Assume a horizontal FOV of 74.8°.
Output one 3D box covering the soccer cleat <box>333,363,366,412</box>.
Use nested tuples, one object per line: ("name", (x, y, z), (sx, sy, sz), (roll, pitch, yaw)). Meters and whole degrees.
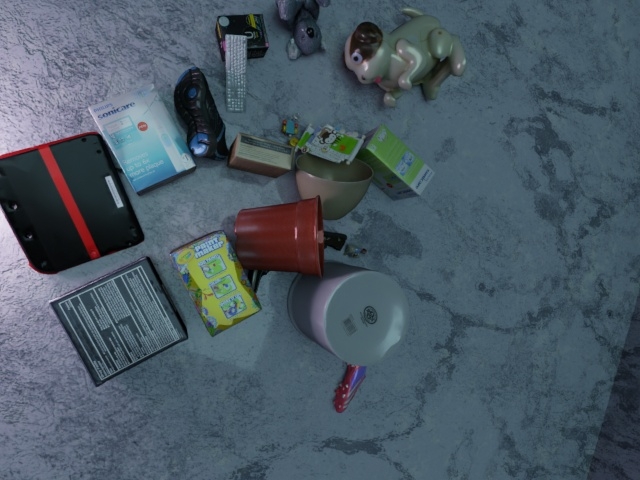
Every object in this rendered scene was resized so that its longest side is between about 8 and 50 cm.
("soccer cleat", (0.129, 0.566, 1.659), (0.095, 0.083, 0.248), (23, 80, -22))

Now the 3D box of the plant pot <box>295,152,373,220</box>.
("plant pot", (0.038, -0.188, 1.547), (0.284, 0.284, 0.191), (-2, 123, -19))

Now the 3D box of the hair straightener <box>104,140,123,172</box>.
("hair straightener", (-0.698, -0.218, 1.381), (0.089, 0.047, 0.230), (-9, 93, -19))

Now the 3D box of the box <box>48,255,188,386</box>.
("box", (-0.626, 0.244, 1.337), (0.294, 0.183, 0.296), (-27, 97, -18))

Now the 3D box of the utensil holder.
("utensil holder", (0.088, 0.240, 1.480), (0.327, 0.385, 0.327), (0, 90, -20))

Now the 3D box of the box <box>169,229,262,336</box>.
("box", (-0.353, 0.126, 1.375), (0.177, 0.290, 0.279), (-28, 100, -17))

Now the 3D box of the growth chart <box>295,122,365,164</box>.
("growth chart", (0.037, -0.365, 1.560), (0.237, 0.021, 0.172), (17, 65, 9))

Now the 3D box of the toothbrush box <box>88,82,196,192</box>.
("toothbrush box", (-0.577, -0.328, 1.383), (0.216, 0.126, 0.295), (-28, 98, -17))

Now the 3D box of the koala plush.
("koala plush", (-0.058, -0.802, 1.556), (0.196, 0.203, 0.221), (-23, 119, -9))

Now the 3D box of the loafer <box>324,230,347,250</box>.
("loafer", (0.000, 0.000, 1.608), (0.220, 0.080, 0.078), (8, 87, -19))

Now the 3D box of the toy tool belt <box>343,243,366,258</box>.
("toy tool belt", (0.138, 0.048, 1.679), (0.083, 0.052, 0.051), (17, 116, -15))

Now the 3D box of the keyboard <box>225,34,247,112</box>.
("keyboard", (-0.297, -0.582, 1.476), (0.072, 0.014, 0.256), (-7, 122, -22))

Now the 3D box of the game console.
("game console", (-0.790, -0.110, 1.310), (0.342, 0.060, 0.386), (-23, 112, -22))

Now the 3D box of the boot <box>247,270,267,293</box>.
("boot", (-0.163, 0.097, 1.536), (0.178, 0.085, 0.236), (19, 69, -20))

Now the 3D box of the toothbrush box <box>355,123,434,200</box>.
("toothbrush box", (0.266, -0.294, 1.633), (0.283, 0.206, 0.122), (37, 78, -16))

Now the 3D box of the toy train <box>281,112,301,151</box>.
("toy train", (-0.081, -0.396, 1.601), (0.125, 0.046, 0.166), (-37, 97, -30))

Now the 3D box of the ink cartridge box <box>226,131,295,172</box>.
("ink cartridge box", (-0.212, -0.288, 1.451), (0.193, 0.235, 0.088), (10, 88, -20))

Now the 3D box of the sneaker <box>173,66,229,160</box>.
("sneaker", (-0.411, -0.433, 1.457), (0.125, 0.139, 0.341), (-16, 79, 22))

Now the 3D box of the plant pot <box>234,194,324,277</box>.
("plant pot", (-0.129, -0.007, 1.380), (0.265, 0.272, 0.272), (-3, 91, 5))

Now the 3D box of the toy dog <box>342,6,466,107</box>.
("toy dog", (0.294, -0.724, 1.607), (0.408, 0.284, 0.395), (-11, 93, -17))

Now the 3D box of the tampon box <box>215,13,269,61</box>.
("tampon box", (-0.281, -0.724, 1.496), (0.161, 0.101, 0.120), (-14, 95, -19))
